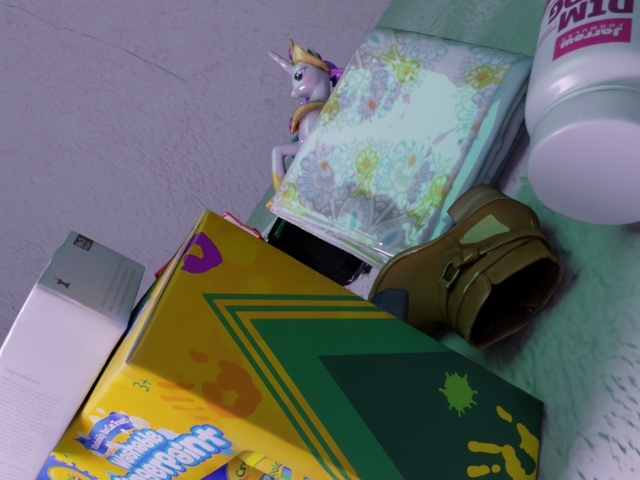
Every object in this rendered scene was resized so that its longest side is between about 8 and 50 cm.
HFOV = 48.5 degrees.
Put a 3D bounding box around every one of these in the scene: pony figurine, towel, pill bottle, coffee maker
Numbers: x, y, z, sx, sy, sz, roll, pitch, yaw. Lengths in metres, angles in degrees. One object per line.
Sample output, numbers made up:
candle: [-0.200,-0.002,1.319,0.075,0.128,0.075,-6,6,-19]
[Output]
pony figurine: [0.066,-0.203,1.320,0.303,0.351,0.363,111,164,-70]
towel: [0.120,-0.144,1.083,0.321,0.090,0.374,27,85,36]
pill bottle: [0.293,-0.163,0.708,0.160,0.160,0.283,-42,22,52]
coffee maker: [0.000,0.000,1.376,0.171,0.178,0.120,-35,28,60]

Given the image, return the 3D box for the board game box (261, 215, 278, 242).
board game box: [-0.091,-0.003,1.734,0.305,0.053,0.193,-49,-11,2]

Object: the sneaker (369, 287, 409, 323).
sneaker: [0.019,0.162,0.855,0.319,0.131,0.112,104,-176,-46]

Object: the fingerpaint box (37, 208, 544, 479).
fingerpaint box: [-0.067,0.216,0.743,0.445,0.371,0.163,-42,22,50]

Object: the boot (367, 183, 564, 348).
boot: [0.160,0.077,0.841,0.283,0.109,0.220,-48,20,15]

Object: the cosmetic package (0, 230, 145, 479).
cosmetic package: [-0.250,0.119,0.639,0.231,0.086,0.117,-55,17,18]

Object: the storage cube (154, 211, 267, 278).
storage cube: [-0.164,0.093,1.345,0.215,0.193,0.184,-44,31,-10]
